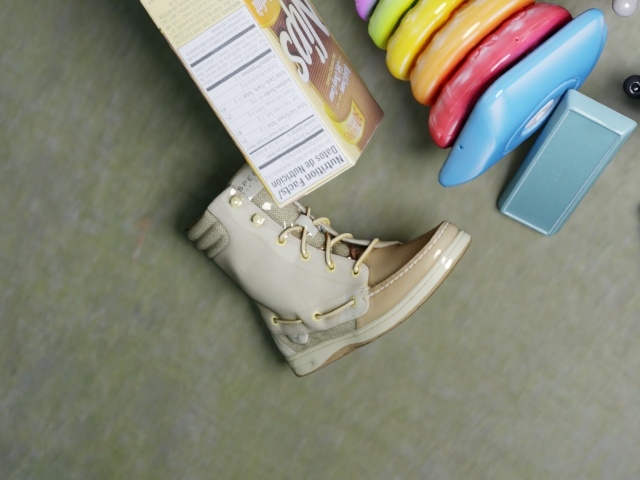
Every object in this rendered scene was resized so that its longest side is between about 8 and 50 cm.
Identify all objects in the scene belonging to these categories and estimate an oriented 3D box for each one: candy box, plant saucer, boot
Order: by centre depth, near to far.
[{"bbox_3d":[-0.072,-0.200,1.372,0.088,0.183,0.316,-31,100,20],"label":"candy box"},{"bbox_3d":[0.218,-0.064,1.392,0.067,0.018,0.192,28,148,1],"label":"plant saucer"},{"bbox_3d":[0.000,0.000,1.447,0.203,0.095,0.262,50,136,-5],"label":"boot"}]

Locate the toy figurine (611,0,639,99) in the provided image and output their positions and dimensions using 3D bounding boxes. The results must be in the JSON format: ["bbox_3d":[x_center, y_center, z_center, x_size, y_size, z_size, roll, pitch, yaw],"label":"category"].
[{"bbox_3d":[0.360,-0.186,1.312,0.213,0.148,0.209,-8,106,14],"label":"toy figurine"}]

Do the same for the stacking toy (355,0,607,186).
[{"bbox_3d":[0.091,-0.214,1.369,0.302,0.166,0.175,45,154,12],"label":"stacking toy"}]
